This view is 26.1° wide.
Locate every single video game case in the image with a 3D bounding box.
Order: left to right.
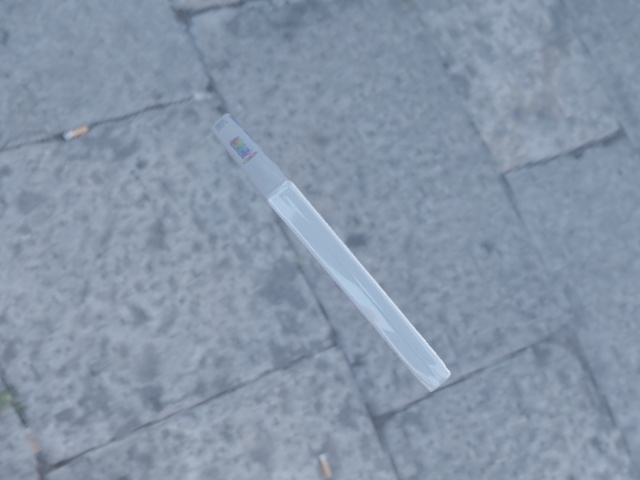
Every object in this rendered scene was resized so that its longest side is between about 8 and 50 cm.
[{"bbox_3d":[0.000,0.000,0.487,0.011,0.122,0.087,-40,110,0],"label":"video game case"}]
